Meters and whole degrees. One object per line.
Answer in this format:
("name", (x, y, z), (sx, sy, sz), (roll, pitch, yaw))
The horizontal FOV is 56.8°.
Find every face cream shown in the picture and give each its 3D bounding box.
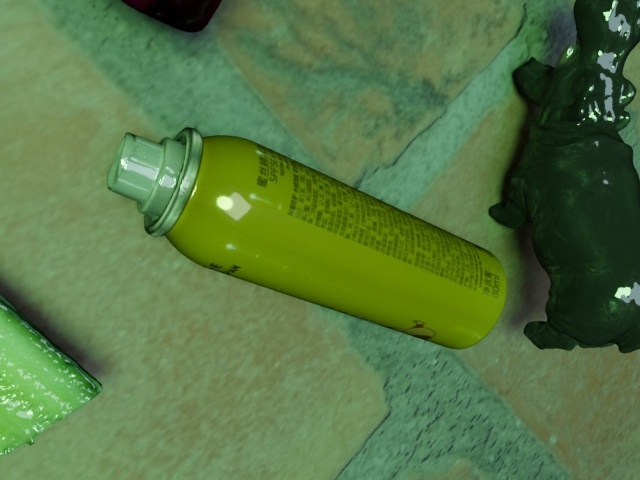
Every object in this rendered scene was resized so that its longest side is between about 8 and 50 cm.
("face cream", (0.000, 0.000, 0.492), (0.348, 0.105, 0.105), (22, 89, -29))

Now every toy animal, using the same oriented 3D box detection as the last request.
("toy animal", (0.247, -0.061, 0.577), (0.106, 0.168, 0.344), (-3, 86, -24))

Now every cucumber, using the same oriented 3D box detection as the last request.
("cucumber", (-0.272, 0.047, 0.386), (0.115, 0.063, 0.244), (-41, 114, -9))

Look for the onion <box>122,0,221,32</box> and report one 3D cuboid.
("onion", (-0.077, -0.242, 0.345), (0.139, 0.218, 0.195), (32, 83, -26))
